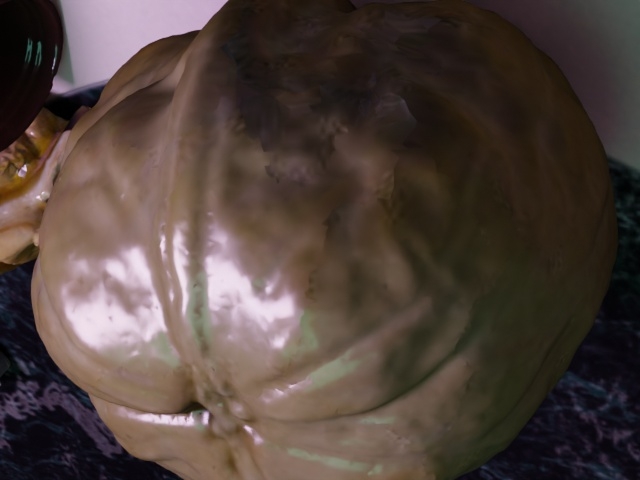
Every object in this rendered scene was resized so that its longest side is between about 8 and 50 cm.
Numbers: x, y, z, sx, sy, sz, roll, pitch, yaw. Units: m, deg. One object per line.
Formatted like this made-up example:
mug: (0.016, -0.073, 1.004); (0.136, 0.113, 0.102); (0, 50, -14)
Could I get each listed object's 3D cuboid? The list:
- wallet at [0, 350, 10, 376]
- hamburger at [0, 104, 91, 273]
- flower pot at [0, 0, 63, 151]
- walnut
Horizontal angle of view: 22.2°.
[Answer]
wallet: (-0.326, 0.069, 1.281); (0.110, 0.039, 0.155); (-12, 131, 39)
hamburger: (-0.237, -0.017, 1.052); (0.207, 0.155, 0.135); (4, 143, 14)
flower pot: (-0.223, -0.113, 0.968); (0.089, 0.111, 0.111); (26, 145, 22)
walnut: (-0.002, 0.001, 0.833); (0.282, 0.277, 0.253); (-33, 108, 35)
